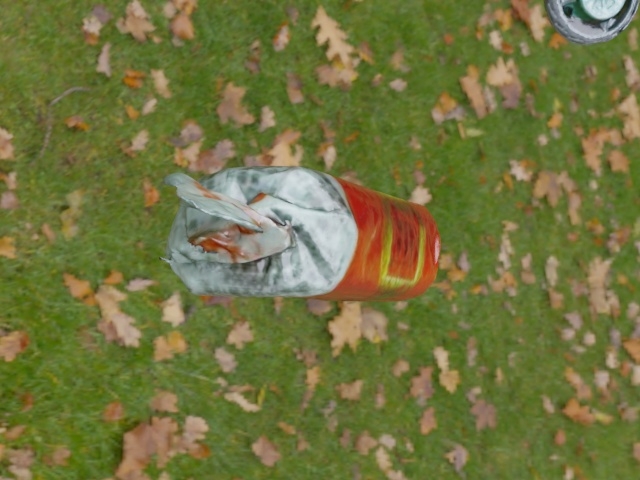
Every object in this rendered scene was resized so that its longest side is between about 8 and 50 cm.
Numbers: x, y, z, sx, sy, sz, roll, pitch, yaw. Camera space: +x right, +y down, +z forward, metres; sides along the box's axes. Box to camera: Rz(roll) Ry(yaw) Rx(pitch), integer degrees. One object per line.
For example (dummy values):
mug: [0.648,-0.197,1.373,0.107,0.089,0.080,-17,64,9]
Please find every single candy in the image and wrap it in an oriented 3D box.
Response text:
candy: [0.001,0.001,0.475,0.292,0.086,0.059,9,84,-66]

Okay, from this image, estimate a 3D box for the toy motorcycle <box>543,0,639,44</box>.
toy motorcycle: [0.239,-0.322,0.777,0.198,0.109,0.296,34,91,-22]
